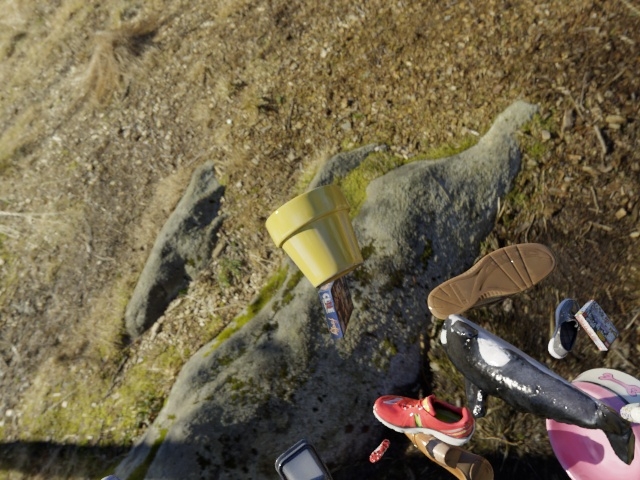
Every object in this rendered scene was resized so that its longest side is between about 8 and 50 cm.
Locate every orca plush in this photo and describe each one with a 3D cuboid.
[{"bbox_3d":[0.243,0.194,0.578,0.287,0.151,0.102,30,95,52],"label":"orca plush"}]

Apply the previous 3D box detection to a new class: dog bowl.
[{"bbox_3d":[0.886,0.613,1.378,0.150,0.408,0.408,-6,60,-19],"label":"dog bowl"}]

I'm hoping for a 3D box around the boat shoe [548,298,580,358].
[{"bbox_3d":[0.826,0.284,1.485,0.080,0.076,0.228,33,63,9],"label":"boat shoe"}]

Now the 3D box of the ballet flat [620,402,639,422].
[{"bbox_3d":[0.649,0.341,0.872,0.114,0.041,0.041,-17,59,45],"label":"ballet flat"}]

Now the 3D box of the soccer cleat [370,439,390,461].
[{"bbox_3d":[0.187,0.657,1.390,0.029,0.035,0.083,36,82,33],"label":"soccer cleat"}]

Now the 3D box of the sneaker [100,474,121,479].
[{"bbox_3d":[-0.237,0.428,0.636,0.330,0.130,0.147,10,42,46],"label":"sneaker"}]

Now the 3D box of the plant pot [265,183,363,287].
[{"bbox_3d":[0.000,0.000,1.320,0.254,0.254,0.239,-29,80,8],"label":"plant pot"}]

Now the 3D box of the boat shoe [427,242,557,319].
[{"bbox_3d":[0.459,0.116,1.207,0.342,0.123,0.123,-31,68,14],"label":"boat shoe"}]

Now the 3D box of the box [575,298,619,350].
[{"bbox_3d":[0.894,0.272,1.439,0.094,0.027,0.137,-33,85,-28],"label":"box"}]

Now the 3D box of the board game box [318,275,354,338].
[{"bbox_3d":[0.057,0.202,1.503,0.042,0.243,0.165,-13,102,15],"label":"board game box"}]

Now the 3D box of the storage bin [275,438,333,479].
[{"bbox_3d":[-0.018,0.464,0.835,0.098,0.135,0.091,-31,21,-18],"label":"storage bin"}]

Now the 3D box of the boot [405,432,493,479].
[{"bbox_3d":[0.425,0.724,1.501,0.109,0.283,0.220,-61,23,-12],"label":"boot"}]

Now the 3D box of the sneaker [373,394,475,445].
[{"bbox_3d":[0.287,0.473,1.248,0.279,0.118,0.107,6,36,18],"label":"sneaker"}]
